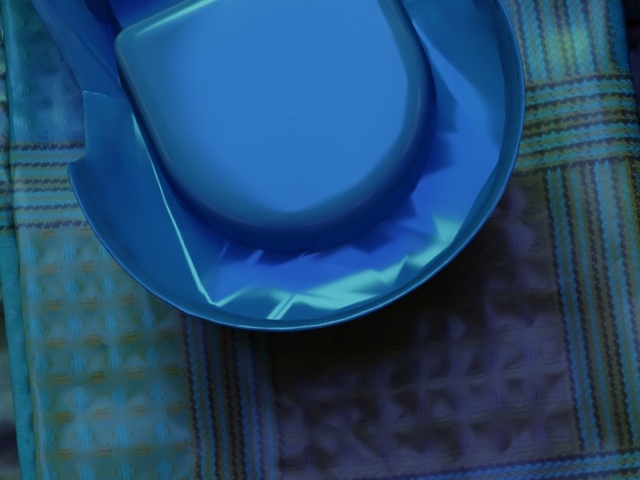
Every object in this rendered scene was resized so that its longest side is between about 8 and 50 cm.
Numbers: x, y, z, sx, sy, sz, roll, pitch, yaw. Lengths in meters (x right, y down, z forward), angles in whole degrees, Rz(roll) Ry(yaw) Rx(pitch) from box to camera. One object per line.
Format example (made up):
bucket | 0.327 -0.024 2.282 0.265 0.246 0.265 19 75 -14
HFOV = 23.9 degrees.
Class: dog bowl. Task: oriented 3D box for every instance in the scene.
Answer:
dog bowl | -0.035 -0.104 0.580 0.166 0.074 0.297 -25 78 2

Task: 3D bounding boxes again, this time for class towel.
towel | 0.000 0.000 0.612 0.271 0.040 0.370 -8 78 5

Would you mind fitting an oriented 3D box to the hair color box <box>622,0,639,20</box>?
hair color box | 0.177 -0.211 0.736 0.374 0.113 0.185 0 62 6
